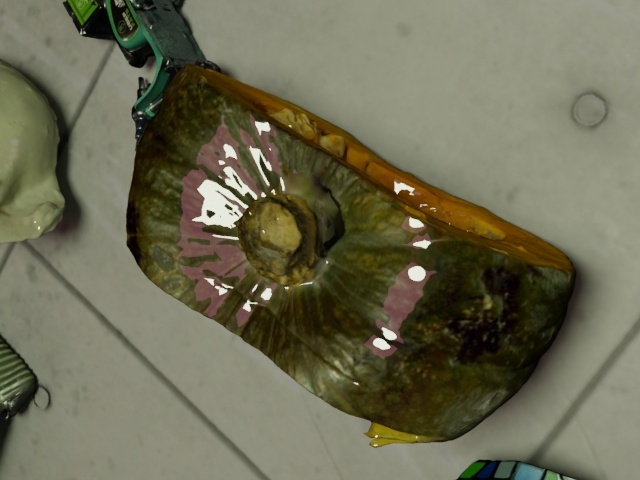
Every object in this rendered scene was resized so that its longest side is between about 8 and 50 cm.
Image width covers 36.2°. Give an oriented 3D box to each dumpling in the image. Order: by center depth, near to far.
[{"bbox_3d":[-0.327,-0.089,0.841,0.258,0.193,0.147,47,117,16],"label":"dumpling"}]

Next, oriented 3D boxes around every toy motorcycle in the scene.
[{"bbox_3d":[-0.142,-0.158,0.815,0.100,0.058,0.173,-40,72,32],"label":"toy motorcycle"}]

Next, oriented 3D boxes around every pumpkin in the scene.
[{"bbox_3d":[0.000,0.000,0.647,0.317,0.221,0.139,35,109,24],"label":"pumpkin"}]

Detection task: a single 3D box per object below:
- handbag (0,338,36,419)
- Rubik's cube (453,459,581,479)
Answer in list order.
[{"bbox_3d":[-0.436,0.184,0.898,0.240,0.247,0.341,30,104,13],"label":"handbag"},{"bbox_3d":[0.130,0.207,0.645,0.112,0.133,0.133,37,111,52],"label":"Rubik's cube"}]
